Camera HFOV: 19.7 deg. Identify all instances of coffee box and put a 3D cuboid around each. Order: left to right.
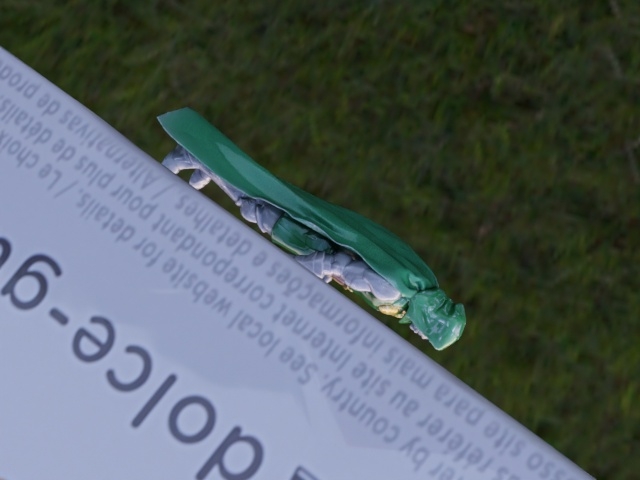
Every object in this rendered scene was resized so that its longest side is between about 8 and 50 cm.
[{"bbox_3d":[-0.077,0.169,0.507,0.338,0.334,0.338,36,176,29],"label":"coffee box"}]

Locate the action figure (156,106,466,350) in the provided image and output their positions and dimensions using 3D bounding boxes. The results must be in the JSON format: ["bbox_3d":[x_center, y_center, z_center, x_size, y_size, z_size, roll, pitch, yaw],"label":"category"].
[{"bbox_3d":[0.000,0.000,1.218,0.232,0.137,0.063,33,98,24],"label":"action figure"}]
